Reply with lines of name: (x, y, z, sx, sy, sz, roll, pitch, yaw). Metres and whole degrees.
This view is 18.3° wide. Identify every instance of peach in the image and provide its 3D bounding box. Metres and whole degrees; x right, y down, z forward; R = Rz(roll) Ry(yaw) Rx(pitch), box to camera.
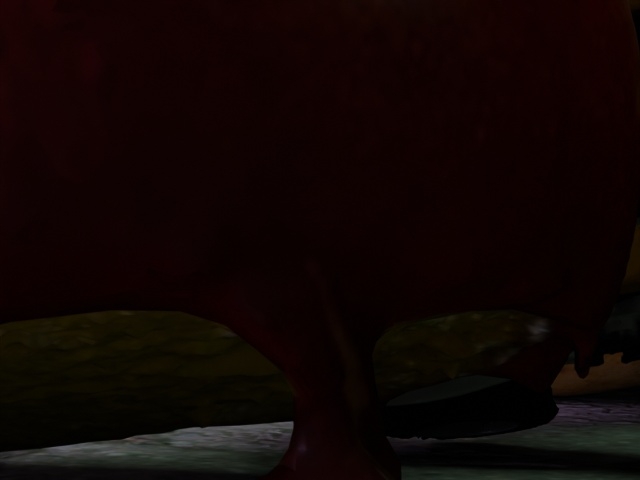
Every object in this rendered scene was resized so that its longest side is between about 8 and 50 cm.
peach: (-0.118, -0.068, 0.548, 0.406, 0.310, 0.335, -4, -1, 2)

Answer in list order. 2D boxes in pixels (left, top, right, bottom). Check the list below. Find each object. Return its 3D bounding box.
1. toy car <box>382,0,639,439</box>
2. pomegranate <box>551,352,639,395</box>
toy car: (0.096, -0.026, 0.709, 0.301, 0.193, 0.118, -9, -14, 24)
pomegranate: (0.097, -0.045, 0.917, 0.260, 0.260, 0.260, 1, 2, 0)
